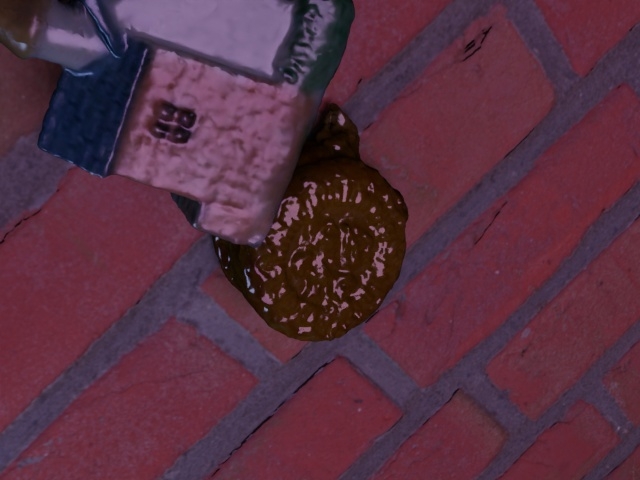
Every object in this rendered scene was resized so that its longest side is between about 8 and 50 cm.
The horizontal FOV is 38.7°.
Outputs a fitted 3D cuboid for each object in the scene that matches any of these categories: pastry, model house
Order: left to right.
[{"bbox_3d":[-0.173,-0.180,0.867,0.325,0.194,0.267,15,108,-30],"label":"model house"},{"bbox_3d":[0.000,0.000,1.089,0.235,0.132,0.240,-35,128,-5],"label":"pastry"}]
